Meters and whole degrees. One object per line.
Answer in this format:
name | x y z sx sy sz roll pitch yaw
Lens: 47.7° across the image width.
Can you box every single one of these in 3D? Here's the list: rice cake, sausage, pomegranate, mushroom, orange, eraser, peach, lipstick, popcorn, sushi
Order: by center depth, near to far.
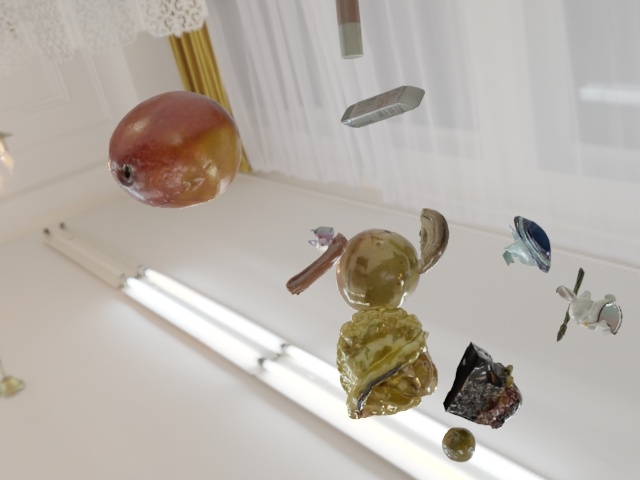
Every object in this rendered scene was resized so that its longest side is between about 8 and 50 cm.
peach | -0.312 -0.187 1.557 0.281 0.281 0.238 -25 167 -27
sausage | -0.005 0.055 1.608 0.177 0.040 0.047 -42 -132 -8
sushi | 0.405 0.367 1.756 0.150 0.172 0.153 24 -172 0
orange | 0.339 0.498 1.773 0.085 0.095 0.085 -10 -131 12
lipstick | 0.082 -0.671 2.145 0.070 0.254 0.070 -6 -175 0
rice cake | 0.003 0.000 2.158 0.081 0.051 0.290 5 172 -2
popcorn | 0.183 0.382 2.189 0.349 0.349 0.381 -4 -161 21
mushroom | 0.345 -0.002 2.207 0.072 0.209 0.094 17 156 -31
pomegranate | 0.191 0.119 2.450 0.319 0.319 0.319 -11 -157 5
eraser | 0.208 -0.461 2.508 0.352 0.061 0.089 -9 -131 51

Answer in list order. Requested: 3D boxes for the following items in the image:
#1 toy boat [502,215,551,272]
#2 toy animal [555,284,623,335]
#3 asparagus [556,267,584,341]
toy boat | 0.719 0.007 2.589 0.070 0.210 0.291 -23 -167 -16
toy animal | 0.529 0.138 1.432 0.071 0.085 0.124 13 176 -21
asparagus | 0.696 0.178 2.014 0.022 0.023 0.233 25 -111 7
